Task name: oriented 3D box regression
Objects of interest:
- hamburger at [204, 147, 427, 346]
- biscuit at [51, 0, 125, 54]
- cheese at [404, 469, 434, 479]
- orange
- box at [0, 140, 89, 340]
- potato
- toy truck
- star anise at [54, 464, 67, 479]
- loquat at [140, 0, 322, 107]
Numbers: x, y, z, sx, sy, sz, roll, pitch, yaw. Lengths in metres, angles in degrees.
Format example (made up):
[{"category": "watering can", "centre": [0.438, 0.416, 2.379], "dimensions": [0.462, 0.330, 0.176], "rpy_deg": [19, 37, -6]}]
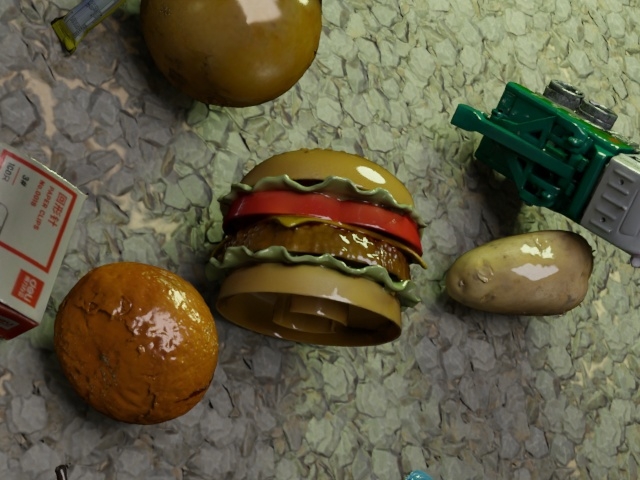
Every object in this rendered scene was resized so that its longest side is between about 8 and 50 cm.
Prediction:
[{"category": "hamburger", "centre": [0.000, 0.000, 1.802], "dimensions": [0.274, 0.274, 0.212], "rpy_deg": [20, 70, -31]}, {"category": "biscuit", "centre": [-0.212, -0.328, 1.763], "dimensions": [0.048, 0.292, 0.026], "rpy_deg": [59, 20, 13]}, {"category": "cheese", "centre": [0.153, 0.341, 1.961], "dimensions": [0.111, 0.017, 0.047], "rpy_deg": [32, 60, -25]}, {"category": "orange", "centre": [-0.204, 0.113, 1.660], "dimensions": [0.161, 0.193, 0.193], "rpy_deg": [-35, 96, -47]}, {"category": "box", "centre": [-0.353, 0.000, 1.641], "dimensions": [0.133, 0.099, 0.182], "rpy_deg": [33, 57, -26]}, {"category": "potato", "centre": [0.291, 0.052, 2.074], "dimensions": [0.234, 0.161, 0.128], "rpy_deg": [0, 74, -48]}, {"category": "toy truck", "centre": [0.366, -0.101, 2.099], "dimensions": [0.363, 0.177, 0.178], "rpy_deg": [34, 21, 28]}, {"category": "star anise", "centre": [-0.230, 0.375, 1.610], "dimensions": [0.177, 0.073, 0.234], "rpy_deg": [15, 82, -24]}, {"category": "loquat", "centre": [-0.112, -0.282, 1.844], "dimensions": [0.235, 0.235, 0.235], "rpy_deg": [14, 66, -33]}]
